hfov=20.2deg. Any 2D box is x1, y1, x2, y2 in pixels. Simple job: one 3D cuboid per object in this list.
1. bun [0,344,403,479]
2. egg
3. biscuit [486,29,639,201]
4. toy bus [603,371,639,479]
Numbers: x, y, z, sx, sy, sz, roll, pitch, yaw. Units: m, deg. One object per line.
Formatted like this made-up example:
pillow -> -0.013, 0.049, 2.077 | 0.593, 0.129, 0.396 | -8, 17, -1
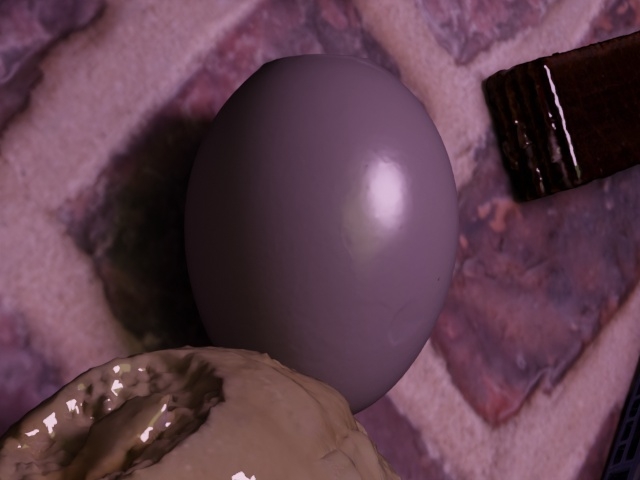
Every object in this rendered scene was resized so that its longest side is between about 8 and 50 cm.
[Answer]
bun -> -0.038, 0.230, 0.973 | 0.364, 0.202, 0.364 | 27, 60, -59
egg -> 0.000, 0.000, 1.145 | 0.176, 0.176, 0.232 | 9, 81, -38
biscuit -> 0.245, -0.113, 1.450 | 0.252, 0.070, 0.106 | -20, 92, -41
toy bus -> 0.325, 0.108, 1.420 | 0.125, 0.133, 0.292 | 36, 60, -21
